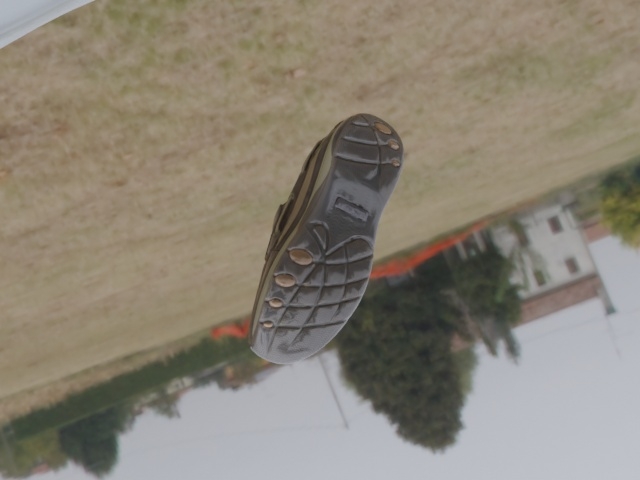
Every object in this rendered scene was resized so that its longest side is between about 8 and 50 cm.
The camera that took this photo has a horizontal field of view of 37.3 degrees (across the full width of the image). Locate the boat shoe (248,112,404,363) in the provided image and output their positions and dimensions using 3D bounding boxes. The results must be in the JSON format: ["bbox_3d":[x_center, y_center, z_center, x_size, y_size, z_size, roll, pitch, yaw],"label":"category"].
[{"bbox_3d":[0.000,0.000,1.277,0.355,0.132,0.130,-64,-159,-12],"label":"boat shoe"}]

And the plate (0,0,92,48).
[{"bbox_3d":[-0.216,-0.265,0.705,0.278,0.045,0.277,-53,164,-51],"label":"plate"}]
